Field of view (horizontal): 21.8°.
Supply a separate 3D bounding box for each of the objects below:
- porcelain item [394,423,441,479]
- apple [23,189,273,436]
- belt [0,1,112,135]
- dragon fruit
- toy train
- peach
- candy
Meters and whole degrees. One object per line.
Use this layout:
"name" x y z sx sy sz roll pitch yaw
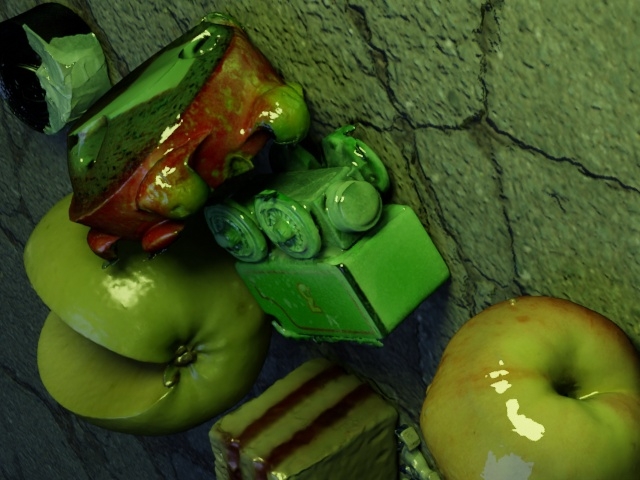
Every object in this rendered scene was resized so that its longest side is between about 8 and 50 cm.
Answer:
"porcelain item" 0.109 0.265 1.809 0.136 0.021 0.075 59 152 -1
"apple" -0.187 0.072 1.803 0.254 0.292 0.292 49 155 50
"belt" -0.324 -0.203 1.981 0.198 0.078 0.151 -2 114 57
"dragon fruit" -0.139 -0.102 1.601 0.295 0.268 0.130 -26 113 36
"toy train" 0.000 0.000 1.619 0.243 0.132 0.188 0 126 57
"peach" 0.178 0.166 1.402 0.232 0.232 0.232 39 146 32
"candy" -0.012 0.297 1.869 0.135 0.179 0.320 34 144 35
